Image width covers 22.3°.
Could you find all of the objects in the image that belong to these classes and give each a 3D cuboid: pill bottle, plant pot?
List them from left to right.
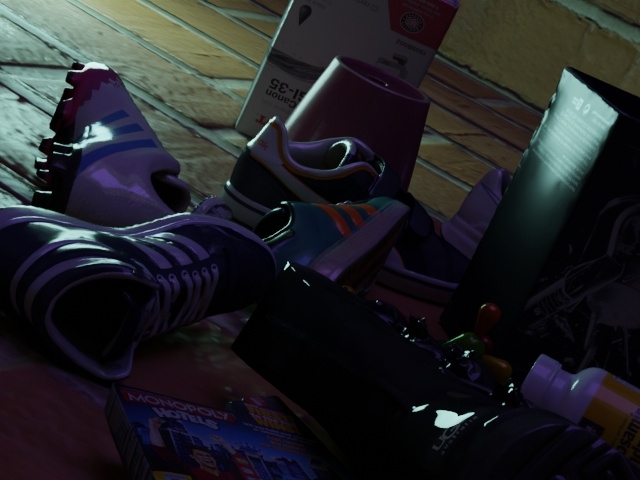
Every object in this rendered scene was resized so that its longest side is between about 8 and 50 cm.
[{"bbox_3d":[0.039,-0.117,1.979,0.201,0.180,0.201,24,16,-7],"label":"plant pot"},{"bbox_3d":[0.266,0.180,1.484,0.184,0.103,0.103,28,15,12],"label":"pill bottle"}]

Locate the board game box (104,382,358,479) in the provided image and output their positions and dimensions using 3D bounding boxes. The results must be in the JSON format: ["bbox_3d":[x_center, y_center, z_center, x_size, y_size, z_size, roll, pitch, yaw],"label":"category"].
[{"bbox_3d":[-0.054,0.164,1.107,0.194,0.060,0.194,18,16,-26],"label":"board game box"}]

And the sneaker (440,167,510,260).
[{"bbox_3d":[0.291,0.015,2.036,0.297,0.129,0.111,33,15,22],"label":"sneaker"}]

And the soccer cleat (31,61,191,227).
[{"bbox_3d":[-0.199,-0.071,1.578,0.143,0.116,0.331,19,23,-14],"label":"soccer cleat"}]

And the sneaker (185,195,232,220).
[{"bbox_3d":[-0.113,-0.001,1.614,0.058,0.052,0.135,37,24,6],"label":"sneaker"}]

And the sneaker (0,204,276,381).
[{"bbox_3d":[-0.131,0.044,1.309,0.282,0.099,0.153,5,19,-36],"label":"sneaker"}]

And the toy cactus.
[{"bbox_3d":[0.074,0.089,1.525,0.219,0.112,0.180,7,12,-28],"label":"toy cactus"}]

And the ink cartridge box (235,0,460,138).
[{"bbox_3d":[0.035,-0.241,2.198,0.207,0.283,0.117,24,19,-5],"label":"ink cartridge box"}]

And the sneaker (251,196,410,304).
[{"bbox_3d":[0.000,0.000,1.640,0.121,0.108,0.302,29,20,11],"label":"sneaker"}]

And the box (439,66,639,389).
[{"bbox_3d":[0.358,0.037,1.716,0.343,0.312,0.179,20,16,-19],"label":"box"}]

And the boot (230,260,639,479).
[{"bbox_3d":[0.139,0.196,1.168,0.367,0.146,0.445,49,-11,-21],"label":"boot"}]

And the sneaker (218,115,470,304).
[{"bbox_3d":[0.056,-0.033,1.833,0.321,0.127,0.126,22,14,-17],"label":"sneaker"}]
